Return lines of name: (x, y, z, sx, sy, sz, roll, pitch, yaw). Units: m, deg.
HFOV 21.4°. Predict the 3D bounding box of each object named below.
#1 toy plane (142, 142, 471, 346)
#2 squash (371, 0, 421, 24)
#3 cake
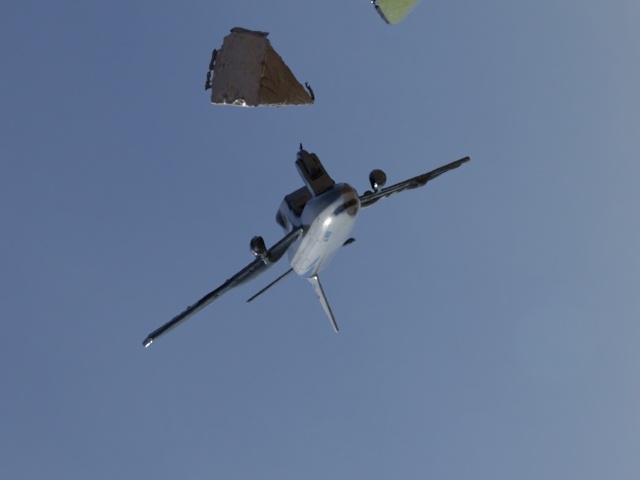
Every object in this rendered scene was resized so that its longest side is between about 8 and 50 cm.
toy plane: (-0.002, -0.002, 0.957, 0.058, 0.226, 0.226, 57, 169, 16)
squash: (0.084, -0.331, 1.757, 0.204, 0.155, 0.237, 56, -138, -17)
cake: (-0.049, -0.126, 1.431, 0.121, 0.052, 0.065, 41, -122, -63)
